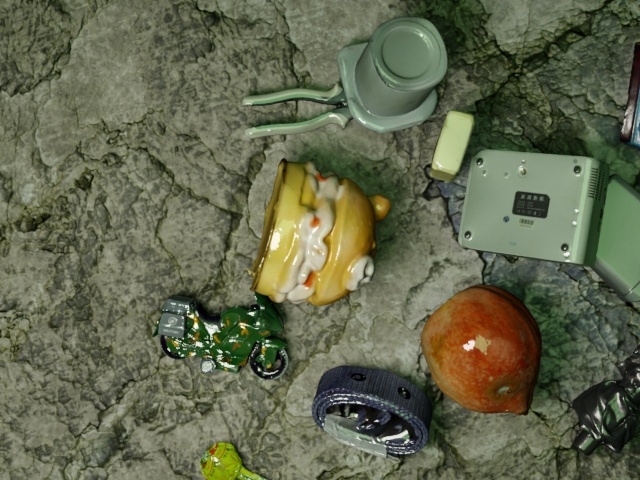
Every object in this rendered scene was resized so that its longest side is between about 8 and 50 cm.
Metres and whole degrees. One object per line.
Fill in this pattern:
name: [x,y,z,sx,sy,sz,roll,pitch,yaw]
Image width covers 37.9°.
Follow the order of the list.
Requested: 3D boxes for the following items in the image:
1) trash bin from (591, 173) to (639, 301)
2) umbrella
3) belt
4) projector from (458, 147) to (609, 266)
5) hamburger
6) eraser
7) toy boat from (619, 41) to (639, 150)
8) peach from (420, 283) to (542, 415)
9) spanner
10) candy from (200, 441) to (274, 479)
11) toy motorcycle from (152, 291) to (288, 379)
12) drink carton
trash bin: [0.596,0.006,1.795,0.236,0.101,0.177,44,93,6]
umbrella: [0.585,0.300,1.789,0.122,0.110,0.272,41,96,3]
belt: [0.102,0.323,1.805,0.230,0.126,0.140,16,118,4]
projector: [0.398,-0.065,1.754,0.250,0.108,0.198,10,89,36]
hamburger: [0.000,0.000,1.756,0.236,0.276,0.276,14,90,-9]
eraser: [0.249,-0.179,1.779,0.058,0.172,0.117,18,91,5]
toy boat: [0.639,-0.281,1.794,0.097,0.100,0.223,9,92,13]
peach: [0.313,0.215,1.744,0.232,0.232,0.257,-41,77,2]
spanner: [0.006,-0.265,1.858,0.324,0.040,0.096,-7,89,-2]
candy: [-0.115,0.481,1.850,0.262,0.073,0.077,25,109,-4]
toy motorcycle: [-0.189,0.166,1.827,0.274,0.125,0.187,10,99,4]
drink carton: [0.153,-0.321,1.766,0.185,0.189,0.191,-11,84,-14]
